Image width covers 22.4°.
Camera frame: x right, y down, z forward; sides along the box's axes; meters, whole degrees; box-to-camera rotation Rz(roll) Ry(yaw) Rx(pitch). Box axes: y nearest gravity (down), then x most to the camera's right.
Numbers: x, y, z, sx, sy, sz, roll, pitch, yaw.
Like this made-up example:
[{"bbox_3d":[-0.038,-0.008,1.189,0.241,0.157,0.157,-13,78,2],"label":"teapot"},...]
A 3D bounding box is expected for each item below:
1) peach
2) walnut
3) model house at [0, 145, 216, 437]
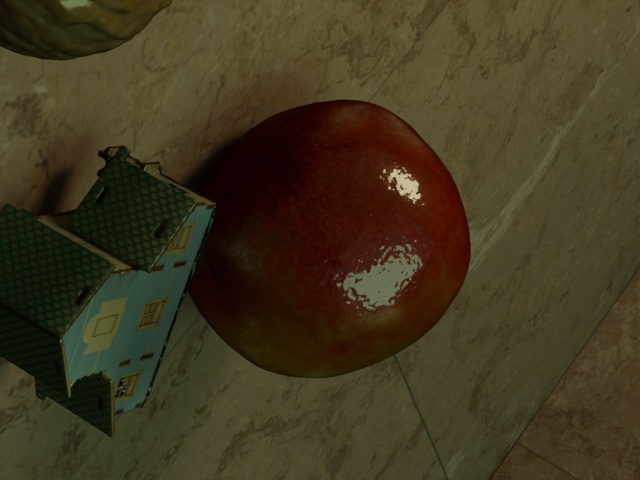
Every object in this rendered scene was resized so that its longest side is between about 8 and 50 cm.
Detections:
[{"bbox_3d":[0.000,0.000,1.782,0.332,0.308,0.308,-8,125,-38],"label":"peach"},{"bbox_3d":[-0.211,-0.241,1.272,0.213,0.213,0.213,-41,148,-33],"label":"walnut"},{"bbox_3d":[-0.239,0.045,1.506,0.206,0.178,0.271,-15,133,-63],"label":"model house"}]
